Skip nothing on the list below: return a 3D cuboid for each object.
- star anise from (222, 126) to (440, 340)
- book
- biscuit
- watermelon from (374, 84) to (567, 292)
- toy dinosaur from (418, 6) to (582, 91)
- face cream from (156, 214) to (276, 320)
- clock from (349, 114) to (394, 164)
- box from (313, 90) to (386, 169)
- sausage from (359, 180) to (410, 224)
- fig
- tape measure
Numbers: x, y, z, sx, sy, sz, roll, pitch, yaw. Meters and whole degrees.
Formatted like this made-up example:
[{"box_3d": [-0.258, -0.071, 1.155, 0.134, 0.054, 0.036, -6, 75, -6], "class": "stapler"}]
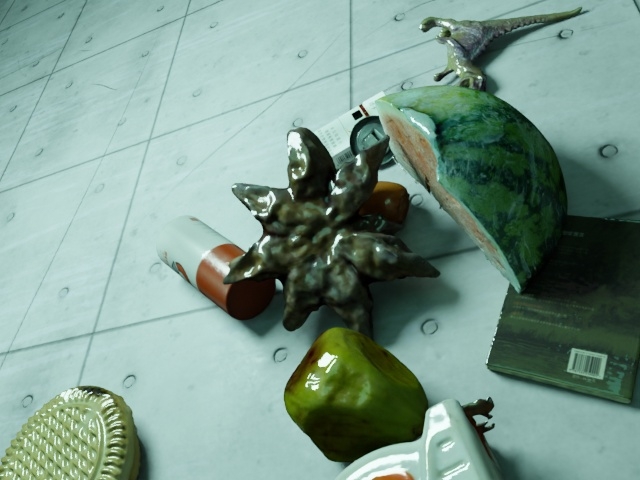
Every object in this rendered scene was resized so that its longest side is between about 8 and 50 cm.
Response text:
[{"box_3d": [0.017, -0.007, 0.819, 0.315, 0.108, 0.316, -1, 86, 14], "class": "star anise"}, {"box_3d": [0.306, 0.067, 0.711, 0.160, 0.024, 0.228, 8, 60, 33], "class": "book"}, {"box_3d": [-0.367, 0.335, 0.849, 0.259, 0.079, 0.259, -16, 49, 19], "class": "biscuit"}, {"box_3d": [0.204, -0.089, 0.773, 0.223, 0.180, 0.305, -6, 46, -29], "class": "watermelon"}, {"box_3d": [0.287, -0.349, 1.033, 0.251, 0.072, 0.199, -38, 55, -18], "class": "toy dinosaur"}, {"box_3d": [-0.172, 0.040, 0.956, 0.214, 0.096, 0.096, 30, 73, 41], "class": "face cream"}, {"box_3d": [0.090, -0.165, 0.987, 0.085, 0.017, 0.085, 0, 92, 7], "class": "clock"}, {"box_3d": [0.063, -0.189, 1.038, 0.154, 0.040, 0.084, -30, 46, 7], "class": "box"}, {"box_3d": [0.041, -0.053, 0.922, 0.197, 0.076, 0.076, -2, 55, 29], "class": "sausage"}, {"box_3d": [0.044, 0.183, 0.693, 0.165, 0.144, 0.154, 4, 78, 19], "class": "fig"}, {"box_3d": [0.103, 0.321, 0.563, 0.265, 0.130, 0.258, -31, 42, 11], "class": "tape measure"}]
